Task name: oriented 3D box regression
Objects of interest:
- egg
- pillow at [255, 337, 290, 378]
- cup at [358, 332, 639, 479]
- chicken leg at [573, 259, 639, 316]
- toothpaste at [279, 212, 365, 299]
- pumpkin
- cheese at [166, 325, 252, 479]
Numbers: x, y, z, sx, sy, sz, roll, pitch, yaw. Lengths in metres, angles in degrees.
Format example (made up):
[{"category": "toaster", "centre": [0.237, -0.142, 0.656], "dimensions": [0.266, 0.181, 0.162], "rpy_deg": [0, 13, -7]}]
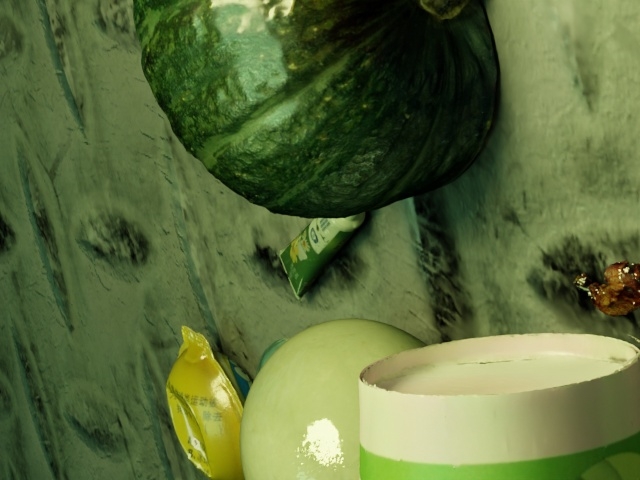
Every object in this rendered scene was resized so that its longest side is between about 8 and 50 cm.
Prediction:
[{"category": "egg", "centre": [0.031, 0.160, 1.439], "dimensions": [0.253, 0.186, 0.186], "rpy_deg": [-122, 25, -56]}, {"category": "pillow", "centre": [-0.004, 0.202, 1.672], "dimensions": [0.214, 0.086, 0.233], "rpy_deg": [143, 107, -74]}, {"category": "cup", "centre": [0.131, 0.209, 1.236], "dimensions": [0.253, 0.253, 0.274], "rpy_deg": [7, 104, 63]}, {"category": "chicken leg", "centre": [0.194, 0.034, 1.222], "dimensions": [0.036, 0.021, 0.083], "rpy_deg": [61, 160, -1]}, {"category": "toothpaste", "centre": [0.000, 0.000, 1.588], "dimensions": [0.049, 0.031, 0.204], "rpy_deg": [67, 157, 12]}, {"category": "pumpkin", "centre": [-0.022, -0.154, 1.336], "dimensions": [0.263, 0.197, 0.293], "rpy_deg": [-19, 92, 63]}, {"category": "cheese", "centre": [-0.096, 0.214, 1.886], "dimensions": [0.177, 0.069, 0.270], "rpy_deg": [18, 125, 61]}]
